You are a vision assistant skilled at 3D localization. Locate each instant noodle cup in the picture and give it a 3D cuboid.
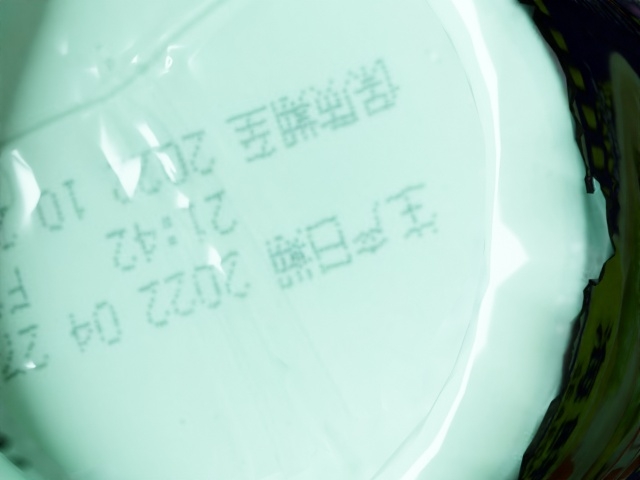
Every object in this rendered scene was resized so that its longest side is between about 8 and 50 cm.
[{"bbox_3d":[0.000,0.000,0.492,0.284,0.312,0.284,0,88,15],"label":"instant noodle cup"}]
